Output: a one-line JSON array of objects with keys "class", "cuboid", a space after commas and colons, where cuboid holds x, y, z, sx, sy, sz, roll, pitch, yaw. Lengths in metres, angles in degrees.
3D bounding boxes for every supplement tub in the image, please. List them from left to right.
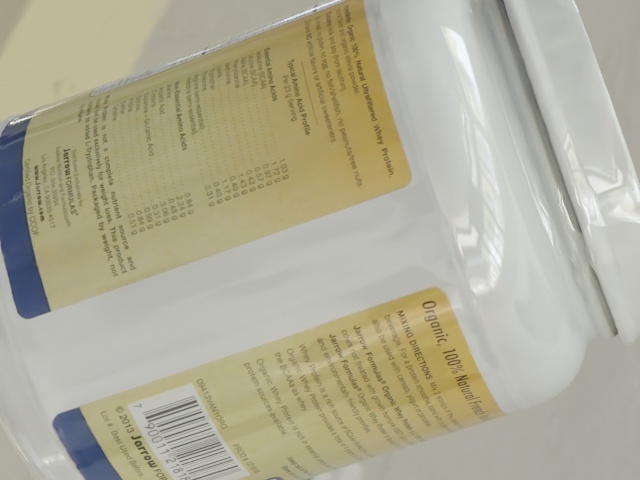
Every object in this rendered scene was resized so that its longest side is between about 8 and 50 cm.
[{"class": "supplement tub", "cuboid": [0.000, 0.000, 0.774, 0.316, 0.228, 0.228, -19, -138, 10]}]
